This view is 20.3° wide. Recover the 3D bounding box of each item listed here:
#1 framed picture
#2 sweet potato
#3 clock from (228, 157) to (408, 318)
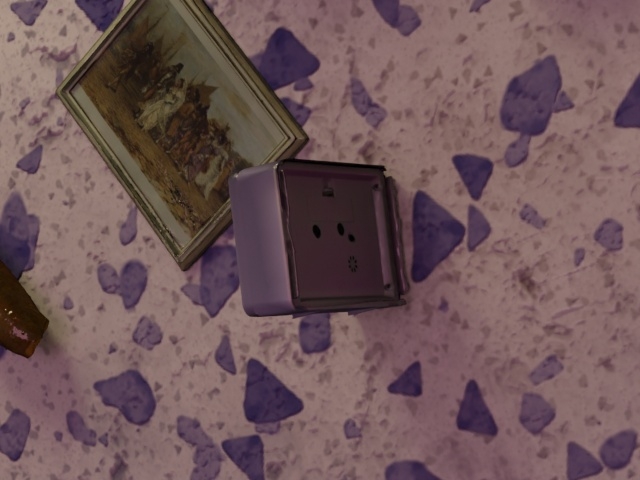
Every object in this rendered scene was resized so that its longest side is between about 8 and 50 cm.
[{"bbox_3d":[-0.156,-0.135,1.903,0.217,0.017,0.274,-47,67,22],"label":"framed picture"},{"bbox_3d":[-0.385,0.046,2.013,0.243,0.077,0.077,46,112,27],"label":"sweet potato"},{"bbox_3d":[0.001,0.001,1.705,0.073,0.193,0.144,-9,84,33],"label":"clock"}]
